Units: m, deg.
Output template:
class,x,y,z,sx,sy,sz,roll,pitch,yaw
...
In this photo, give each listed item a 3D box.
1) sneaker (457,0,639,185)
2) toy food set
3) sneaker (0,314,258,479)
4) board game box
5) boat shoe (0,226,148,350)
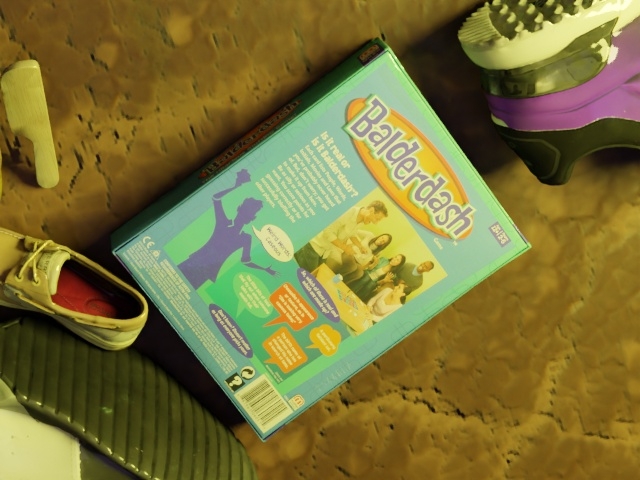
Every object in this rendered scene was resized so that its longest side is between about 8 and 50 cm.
class,x,y,z,sx,sy,sz,roll,pitch,yaw
sneaker,0.241,-0.118,1.220,0.293,0.102,0.146,-20,111,2
toy food set,-0.249,-0.039,1.161,0.192,0.039,0.132,-11,145,-5
sneaker,-0.202,0.125,1.217,0.330,0.122,0.146,23,116,-13
board game box,0.000,0.000,1.236,0.210,0.047,0.160,-36,106,3
boat shoe,-0.165,0.020,1.209,0.135,0.045,0.050,24,61,-14
